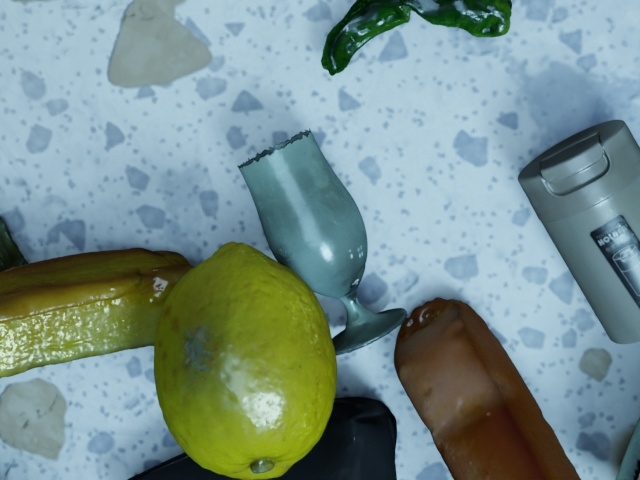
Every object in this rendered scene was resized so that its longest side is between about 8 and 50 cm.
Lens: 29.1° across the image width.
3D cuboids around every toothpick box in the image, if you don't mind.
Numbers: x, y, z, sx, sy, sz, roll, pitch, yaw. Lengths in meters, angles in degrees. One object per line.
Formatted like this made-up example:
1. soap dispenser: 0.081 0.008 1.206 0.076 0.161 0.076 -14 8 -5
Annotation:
1. toothpick box: 0.268 -0.009 1.123 0.111 0.111 0.180 -29 99 10

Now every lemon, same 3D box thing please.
1. lemon: -0.067 0.108 1.096 0.170 0.170 0.207 -9 77 7

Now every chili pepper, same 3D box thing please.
1. chili pepper: 0.084 -0.206 1.131 0.182 0.050 0.073 -11 107 9

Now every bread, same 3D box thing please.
1. bread: -0.227 0.066 1.144 0.245 0.102 0.094 -11 104 -28

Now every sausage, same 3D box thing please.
1. sausage: 0.172 0.203 1.120 0.097 0.094 0.348 -40 56 19

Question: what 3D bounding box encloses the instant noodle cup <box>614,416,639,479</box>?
1. instant noodle cup: 0.378 0.208 1.113 0.182 0.230 0.230 23 103 11

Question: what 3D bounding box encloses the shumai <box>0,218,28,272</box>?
1. shumai: -0.409 0.055 1.152 0.222 0.203 0.272 -26 102 10

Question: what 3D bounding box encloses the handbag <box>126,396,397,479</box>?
1. handbag: -0.047 0.337 1.190 0.288 0.152 0.342 -10 79 13

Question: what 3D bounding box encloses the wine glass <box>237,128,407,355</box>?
1. wine glass: 0.000 0.000 1.158 0.093 0.093 0.202 -25 101 9
